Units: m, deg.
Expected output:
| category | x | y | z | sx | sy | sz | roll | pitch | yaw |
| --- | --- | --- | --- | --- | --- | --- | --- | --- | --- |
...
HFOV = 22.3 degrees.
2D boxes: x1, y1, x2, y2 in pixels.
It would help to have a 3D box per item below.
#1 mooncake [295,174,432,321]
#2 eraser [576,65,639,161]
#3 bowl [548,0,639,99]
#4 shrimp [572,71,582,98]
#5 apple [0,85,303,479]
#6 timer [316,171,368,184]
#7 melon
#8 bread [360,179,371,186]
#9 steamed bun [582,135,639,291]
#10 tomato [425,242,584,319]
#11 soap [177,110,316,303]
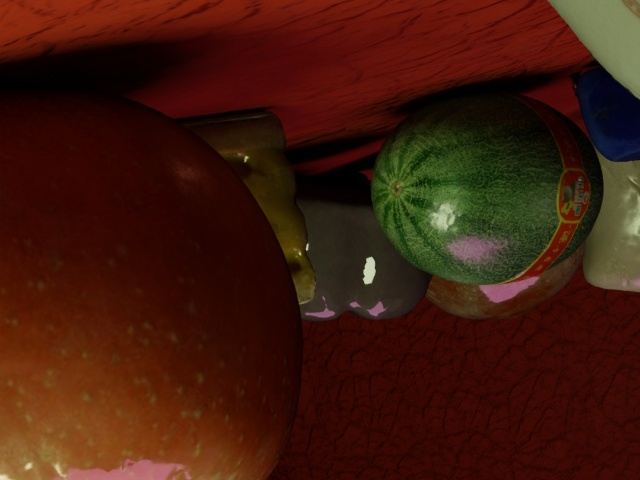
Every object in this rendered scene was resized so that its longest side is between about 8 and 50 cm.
| category | x | y | z | sx | sy | sz | roll | pitch | yaw |
| --- | --- | --- | --- | --- | --- | --- | --- | --- | --- |
| mooncake | 0.000 | 0.000 | 1.637 | 0.245 | 0.133 | 0.245 | 2 | -169 | 0 |
| eraser | 0.394 | -0.153 | 1.433 | 0.332 | 0.102 | 0.155 | -19 | 173 | 43 |
| bowl | 0.303 | -0.135 | 0.973 | 0.337 | 0.158 | 0.337 | -13 | 176 | -1 |
| shrimp | 0.267 | -0.145 | 1.591 | 0.029 | 0.038 | 0.092 | -58 | 166 | 9 |
| apple | -0.186 | 0.065 | 0.994 | 0.348 | 0.277 | 0.348 | -20 | 162 | -7 |
| timer | -0.015 | -0.045 | 1.959 | 0.128 | 0.047 | 0.140 | -10 | 173 | -39 |
| melon | 0.163 | -0.049 | 1.514 | 0.182 | 0.182 | 0.287 | -16 | 175 | 36 |
| bread | 0.132 | -0.049 | 1.859 | 0.178 | 0.142 | 0.266 | 3 | 153 | -31 |
| steamed bun | 0.506 | -0.053 | 1.986 | 0.383 | 0.247 | 0.236 | -11 | -162 | -44 |
| tomato | 0.238 | -0.003 | 2.194 | 0.270 | 0.223 | 0.270 | -14 | 180 | 0 |
| soap | -0.137 | -0.006 | 1.255 | 0.257 | 0.160 | 0.080 | -10 | 176 | -34 |
